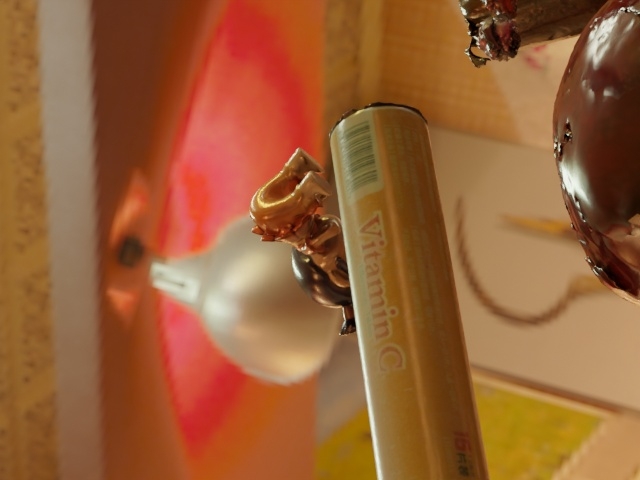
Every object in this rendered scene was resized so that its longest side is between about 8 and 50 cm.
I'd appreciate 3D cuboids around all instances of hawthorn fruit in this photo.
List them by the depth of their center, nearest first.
[{"bbox_3d":[0.303,-0.078,1.400,0.316,0.316,0.316,-39,-44,-51],"label":"hawthorn fruit"}]

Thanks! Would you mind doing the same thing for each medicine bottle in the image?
[{"bbox_3d":[0.079,0.078,1.668,0.108,0.108,0.426,58,-159,-56],"label":"medicine bottle"}]

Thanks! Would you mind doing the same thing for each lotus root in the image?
[{"bbox_3d":[0.282,-0.306,2.421,0.124,0.241,0.123,64,-156,-25],"label":"lotus root"}]

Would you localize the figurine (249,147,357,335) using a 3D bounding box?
[{"bbox_3d":[0.000,0.000,1.977,0.195,0.102,0.111,46,-164,-36],"label":"figurine"}]

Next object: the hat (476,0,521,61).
[{"bbox_3d":[0.137,-0.252,1.572,0.129,0.140,0.227,21,-126,-59],"label":"hat"}]
